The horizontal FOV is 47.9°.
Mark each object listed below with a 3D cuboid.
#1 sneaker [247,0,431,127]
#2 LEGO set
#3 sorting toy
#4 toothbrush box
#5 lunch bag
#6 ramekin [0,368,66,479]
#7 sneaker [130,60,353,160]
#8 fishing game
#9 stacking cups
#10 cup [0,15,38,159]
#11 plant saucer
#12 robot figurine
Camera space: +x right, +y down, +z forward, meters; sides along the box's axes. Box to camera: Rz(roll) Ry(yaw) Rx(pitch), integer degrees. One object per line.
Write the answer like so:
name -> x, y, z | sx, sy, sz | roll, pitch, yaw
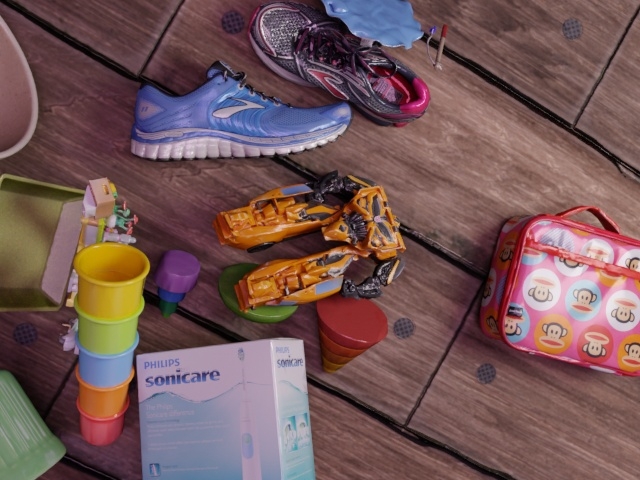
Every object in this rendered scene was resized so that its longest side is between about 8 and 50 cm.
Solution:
sneaker -> 0.035, -0.276, 1.086 | 0.299, 0.112, 0.120 | 24, 90, -9
LEGO set -> -0.298, 0.027, 1.039 | 0.107, 0.132, 0.287 | 12, 119, -16
sorting toy -> -0.086, 0.126, 1.119 | 0.366, 0.127, 0.126 | 16, 121, -7
toothbrush box -> -0.131, 0.295, 1.021 | 0.216, 0.126, 0.295 | -10, 80, 18
lunch bag -> 0.423, 0.072, 1.178 | 0.293, 0.120, 0.258 | 15, 88, -11
ramekin -> -0.512, 0.296, 0.952 | 0.303, 0.303, 0.148 | -28, 91, -6
sneaker -> -0.113, -0.193, 1.060 | 0.330, 0.130, 0.147 | -3, 97, -9
fishing game -> 0.070, -0.342, 1.080 | 0.264, 0.189, 0.041 | 27, 133, -9
stacking cups -> -0.304, 0.155, 0.996 | 0.096, 0.096, 0.316 | 11, 122, -10
cup -> -0.574, -0.200, 0.916 | 0.237, 0.331, 0.331 | -26, 99, 19
plant saucer -> -0.420, 0.005, 1.016 | 0.045, 0.188, 0.188 | 17, 91, 21
robot figurine -> 0.000, 0.000, 1.075 | 0.291, 0.085, 0.211 | -15, 78, -24
